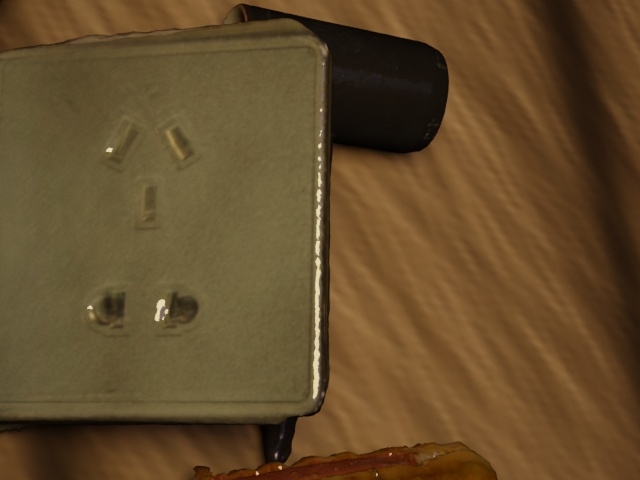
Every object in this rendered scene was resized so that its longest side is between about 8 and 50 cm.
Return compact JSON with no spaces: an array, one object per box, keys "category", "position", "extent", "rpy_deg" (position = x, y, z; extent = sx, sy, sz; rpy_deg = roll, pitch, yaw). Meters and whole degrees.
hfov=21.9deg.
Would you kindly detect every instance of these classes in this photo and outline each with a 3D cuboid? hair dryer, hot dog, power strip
[{"category":"hair dryer","position":[0.000,0.000,0.934],"extent":[0.128,0.070,0.255],"rpy_deg":[6,82,-21]},{"category":"hot dog","position":[-0.033,0.159,0.871],"extent":[0.286,0.061,0.087],"rpy_deg":[-2,104,-25]},{"category":"power strip","position":[-0.087,-0.004,0.876],"extent":[0.198,0.064,0.213],"rpy_deg":[-2,77,14]}]

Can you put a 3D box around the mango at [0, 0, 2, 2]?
[{"category":"mango","position":[-0.227,-0.163,0.861],"extent":[0.237,0.091,0.137],"rpy_deg":[-19,91,-24]}]
